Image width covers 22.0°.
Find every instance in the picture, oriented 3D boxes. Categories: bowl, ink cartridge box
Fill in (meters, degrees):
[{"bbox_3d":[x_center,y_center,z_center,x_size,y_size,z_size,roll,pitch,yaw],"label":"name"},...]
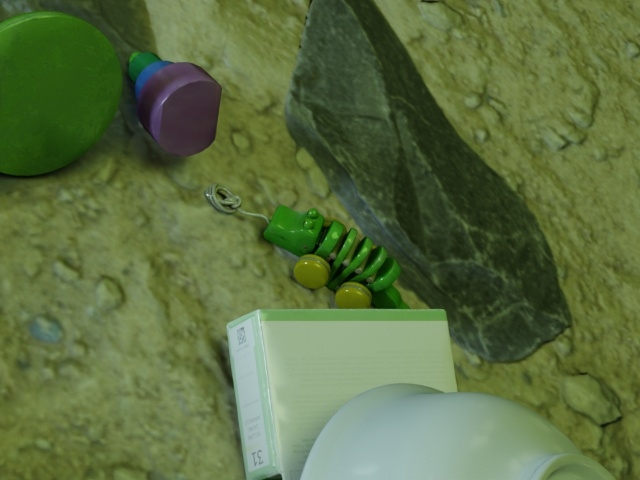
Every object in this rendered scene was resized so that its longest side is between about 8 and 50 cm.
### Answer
[{"bbox_3d":[0.127,0.224,1.093,0.298,0.134,0.298,24,56,-43],"label":"bowl"},{"bbox_3d":[0.030,0.166,1.186,0.171,0.056,0.235,2,73,-34],"label":"ink cartridge box"}]

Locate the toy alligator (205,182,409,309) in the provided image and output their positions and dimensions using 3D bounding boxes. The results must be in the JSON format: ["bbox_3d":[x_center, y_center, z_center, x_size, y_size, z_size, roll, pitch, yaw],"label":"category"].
[{"bbox_3d":[0.000,0.000,1.284,0.189,0.051,0.056,34,45,-10],"label":"toy alligator"}]

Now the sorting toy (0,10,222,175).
[{"bbox_3d":[-0.247,-0.131,1.195,0.365,0.127,0.126,4,28,-37],"label":"sorting toy"}]
